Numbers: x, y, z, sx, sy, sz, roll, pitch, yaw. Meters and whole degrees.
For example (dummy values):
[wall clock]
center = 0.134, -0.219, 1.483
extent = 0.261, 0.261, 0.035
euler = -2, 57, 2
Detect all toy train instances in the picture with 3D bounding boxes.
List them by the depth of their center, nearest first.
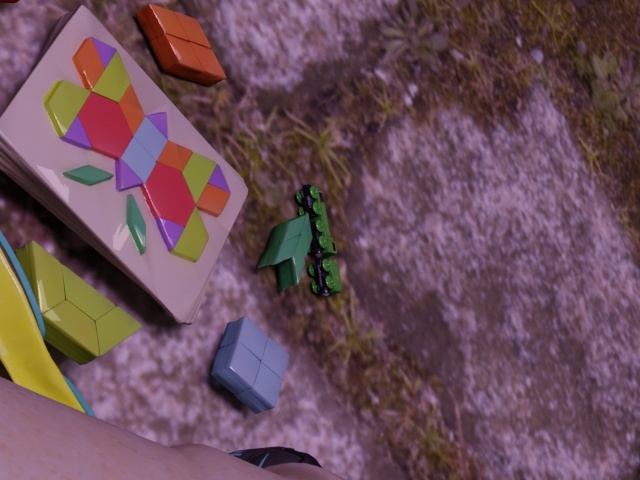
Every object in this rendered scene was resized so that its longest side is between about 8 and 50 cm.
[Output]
[toy train]
center = 0.000, 0.000, 1.075
extent = 0.024, 0.017, 0.083
euler = 14, 62, -54

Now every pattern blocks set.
[pattern blocks set]
center = -0.119, -0.050, 0.944
extent = 0.325, 0.026, 0.285
euler = 37, 44, -35

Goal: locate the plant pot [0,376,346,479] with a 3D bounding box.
[plant pot]
center = -0.195, 0.160, 0.592
extent = 0.305, 0.334, 0.333
euler = 35, 49, -17

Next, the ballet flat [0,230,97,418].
[ballet flat]
center = -0.174, 0.076, 0.813
extent = 0.077, 0.077, 0.231
euler = -34, 100, -36

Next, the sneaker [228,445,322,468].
[sneaker]
center = -0.043, 0.241, 0.849
extent = 0.101, 0.106, 0.267
euler = 20, 60, -42
